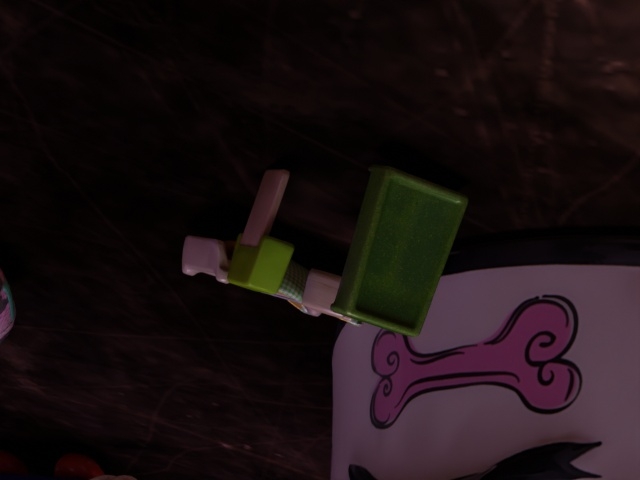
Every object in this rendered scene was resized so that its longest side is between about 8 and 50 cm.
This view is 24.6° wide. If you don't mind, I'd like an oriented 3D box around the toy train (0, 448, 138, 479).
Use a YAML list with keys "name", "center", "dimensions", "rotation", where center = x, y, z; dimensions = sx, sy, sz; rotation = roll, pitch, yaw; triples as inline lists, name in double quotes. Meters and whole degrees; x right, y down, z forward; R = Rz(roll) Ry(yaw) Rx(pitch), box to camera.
- name: "toy train"
  center: [-0.174, 0.238, 1.062]
  dimensions: [0.248, 0.105, 0.143]
  rotation: [-4, 121, 39]

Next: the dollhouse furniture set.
- name: "dollhouse furniture set"
  center: [0.000, 0.000, 0.612]
  dimensions: [0.076, 0.058, 0.152]
  rotation: [20, 175, -21]

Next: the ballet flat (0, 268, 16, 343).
- name: "ballet flat"
  center: [-0.263, 0.003, 0.749]
  dimensions: [0.222, 0.077, 0.079]
  rotation: [15, 137, -4]

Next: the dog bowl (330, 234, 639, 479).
- name: "dog bowl"
  center: [0.182, 0.161, 0.672]
  dimensions: [0.408, 0.150, 0.408]
  rotation: [14, 154, 7]
